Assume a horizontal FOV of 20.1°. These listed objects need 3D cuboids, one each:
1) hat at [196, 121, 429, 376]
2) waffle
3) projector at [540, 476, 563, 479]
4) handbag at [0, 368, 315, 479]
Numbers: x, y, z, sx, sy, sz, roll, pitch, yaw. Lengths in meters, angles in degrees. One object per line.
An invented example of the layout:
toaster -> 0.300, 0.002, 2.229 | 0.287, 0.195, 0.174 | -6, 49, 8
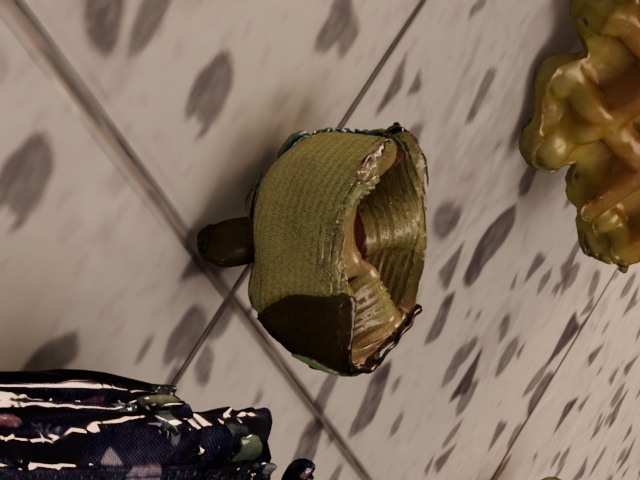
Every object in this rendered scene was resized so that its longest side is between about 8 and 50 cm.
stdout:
hat -> 0.000, 0.001, 0.592 | 0.077, 0.059, 0.076 | -38, 133, -57
waffle -> 0.208, -0.080, 0.819 | 0.243, 0.059, 0.238 | -8, 133, -9
projector -> 0.088, 0.288, 1.076 | 0.193, 0.088, 0.269 | -38, 150, -66
handbag -> -0.090, 0.106, 0.438 | 0.260, 0.113, 0.162 | 10, 100, -61
